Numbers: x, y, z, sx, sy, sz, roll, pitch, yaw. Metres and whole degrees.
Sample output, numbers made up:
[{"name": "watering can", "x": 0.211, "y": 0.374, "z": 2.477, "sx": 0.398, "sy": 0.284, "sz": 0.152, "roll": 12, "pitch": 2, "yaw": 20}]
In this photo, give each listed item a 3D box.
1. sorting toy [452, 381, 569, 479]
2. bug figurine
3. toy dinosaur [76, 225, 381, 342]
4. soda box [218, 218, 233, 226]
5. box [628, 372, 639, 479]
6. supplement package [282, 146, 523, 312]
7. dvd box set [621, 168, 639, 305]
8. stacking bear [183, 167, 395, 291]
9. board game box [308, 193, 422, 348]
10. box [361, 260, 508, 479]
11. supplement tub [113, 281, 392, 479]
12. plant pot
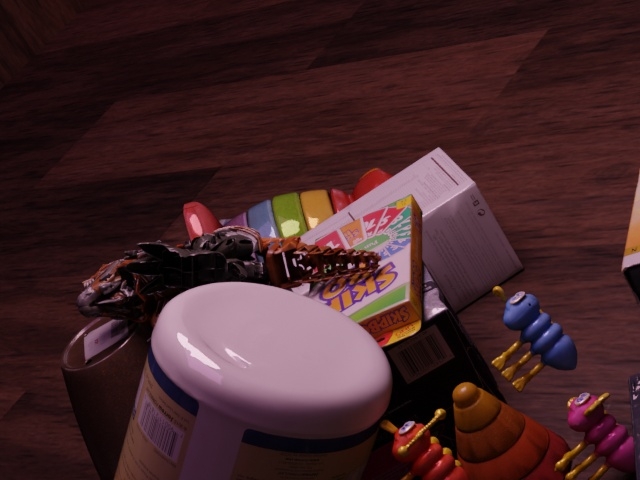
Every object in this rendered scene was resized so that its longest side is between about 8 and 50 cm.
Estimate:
[{"name": "sorting toy", "x": 0.103, "y": 0.267, "z": 1.682, "sx": 0.127, "sy": 0.126, "sz": 0.365, "roll": -5, "pitch": 36, "yaw": 44}, {"name": "bug figurine", "x": 0.188, "y": 0.178, "z": 1.651, "sx": 0.279, "sy": 0.216, "sz": 0.072, "roll": -47, "pitch": 0, "yaw": -34}, {"name": "toy dinosaur", "x": -0.108, "y": 0.036, "z": 1.869, "sx": 0.322, "sy": 0.164, "sz": 0.218, "roll": -30, "pitch": 9, "yaw": 21}, {"name": "soda box", "x": -0.079, "y": 0.007, "z": 2.420, "sx": 0.183, "sy": 0.058, "sz": 0.063, "roll": -3, "pitch": 39, "yaw": 45}, {"name": "box", "x": 0.337, "y": 0.209, "z": 1.488, "sx": 0.108, "sy": 0.153, "sz": 0.207, "roll": -23, "pitch": 28, "yaw": 19}, {"name": "supplement package", "x": 0.088, "y": 0.026, "z": 2.110, "sx": 0.244, "sy": 0.134, "sz": 0.139, "roll": -33, "pitch": 26, "yaw": -1}, {"name": "dvd box set", "x": 0.499, "y": -0.112, "z": 1.970, "sx": 0.307, "sy": 0.062, "sz": 0.420, "roll": -18, "pitch": 29, "yaw": 29}, {"name": "stacking bear", "x": 0.000, "y": 0.000, "z": 2.238, "sx": 0.289, "sy": 0.175, "sz": 0.164, "roll": -19, "pitch": 70, "yaw": 5}, {"name": "board game box", "x": 0.046, "y": 0.045, "z": 1.870, "sx": 0.124, "sy": 0.039, "sz": 0.259, "roll": -25, "pitch": 26, "yaw": 16}, {"name": "box", "x": 0.046, "y": 0.157, "z": 1.892, "sx": 0.247, "sy": 0.163, "sz": 0.142, "roll": -31, "pitch": 26, "yaw": 3}, {"name": "supplement tub", "x": -0.078, "y": 0.223, "z": 1.696, "sx": 0.228, "sy": 0.228, "sz": 0.316, "roll": -90, "pitch": 16, "yaw": -64}, {"name": "plant pot", "x": -0.184, "y": 0.192, "z": 2.017, "sx": 0.215, "sy": 0.230, "sz": 0.215, "roll": -26, "pitch": 26, "yaw": 14}]
